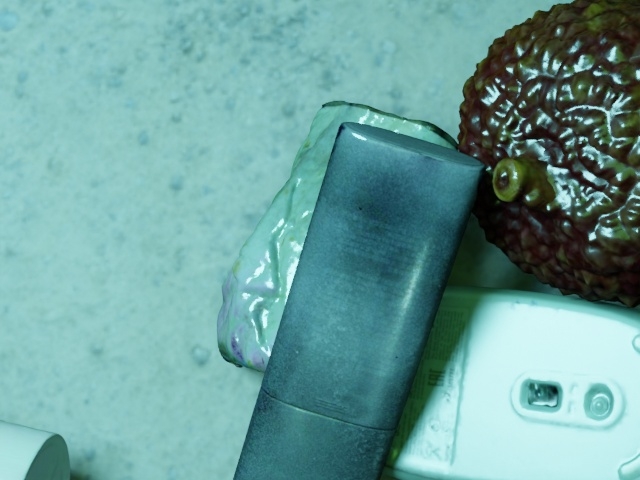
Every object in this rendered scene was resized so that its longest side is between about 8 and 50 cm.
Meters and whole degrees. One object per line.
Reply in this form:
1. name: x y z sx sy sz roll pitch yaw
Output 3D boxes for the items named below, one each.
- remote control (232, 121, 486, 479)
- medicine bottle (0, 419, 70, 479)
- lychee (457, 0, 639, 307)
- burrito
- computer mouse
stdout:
1. remote control: 0.013 0.102 1.069 0.107 0.044 0.378 18 111 3
2. medicine bottle: -0.351 0.189 1.109 0.293 0.170 0.170 10 81 7
3. lychee: 0.227 -0.070 1.073 0.271 0.236 0.236 -21 77 -30
4. burrito: 0.000 0.000 1.134 0.144 0.089 0.229 19 77 44
5. computer mouse: 0.159 0.119 1.112 0.288 0.097 0.159 4 83 24
